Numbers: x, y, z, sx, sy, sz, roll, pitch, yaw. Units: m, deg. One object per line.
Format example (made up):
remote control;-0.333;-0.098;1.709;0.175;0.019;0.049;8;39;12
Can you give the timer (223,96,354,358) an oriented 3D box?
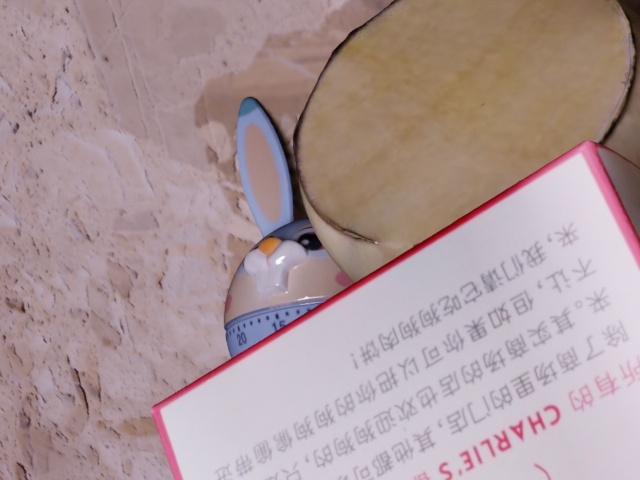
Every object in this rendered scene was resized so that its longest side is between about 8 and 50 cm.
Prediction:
timer;-0.006;0.012;1.187;0.175;0.175;0.255;-12;98;29

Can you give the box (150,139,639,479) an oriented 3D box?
box;0.140;0.171;0.890;0.314;0.300;0.312;-33;62;21

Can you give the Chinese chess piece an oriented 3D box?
Chinese chess piece;0.109;-0.067;1.060;0.257;0.257;0.104;-8;141;28
